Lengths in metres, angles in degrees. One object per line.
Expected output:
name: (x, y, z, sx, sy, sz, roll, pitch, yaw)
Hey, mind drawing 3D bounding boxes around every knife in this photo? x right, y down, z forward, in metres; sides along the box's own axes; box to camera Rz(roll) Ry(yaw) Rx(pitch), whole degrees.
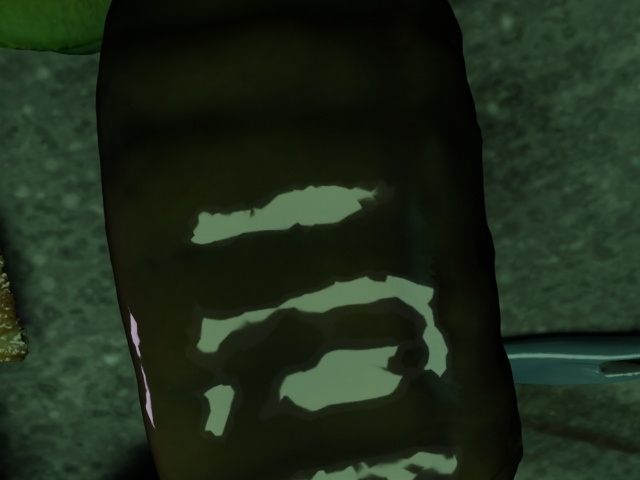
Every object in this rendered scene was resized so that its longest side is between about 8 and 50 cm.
knife: (0.056, 0.081, 1.063, 0.313, 0.019, 0.044, -3, 130, 4)

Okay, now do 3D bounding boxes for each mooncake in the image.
mooncake: (0.000, 0.000, 0.834, 0.161, 0.290, 0.290, -8, 127, 4)

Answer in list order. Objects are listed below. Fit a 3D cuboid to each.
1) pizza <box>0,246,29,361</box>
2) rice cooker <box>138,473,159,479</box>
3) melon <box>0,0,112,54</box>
pizza: (-0.226, 0.014, 0.993, 0.160, 0.036, 0.099, 24, 124, -19)
rice cooker: (-0.061, 0.227, 1.095, 0.203, 0.142, 0.118, 32, 133, -22)
melon: (-0.211, -0.174, 0.783, 0.124, 0.196, 0.323, -44, 125, -1)
